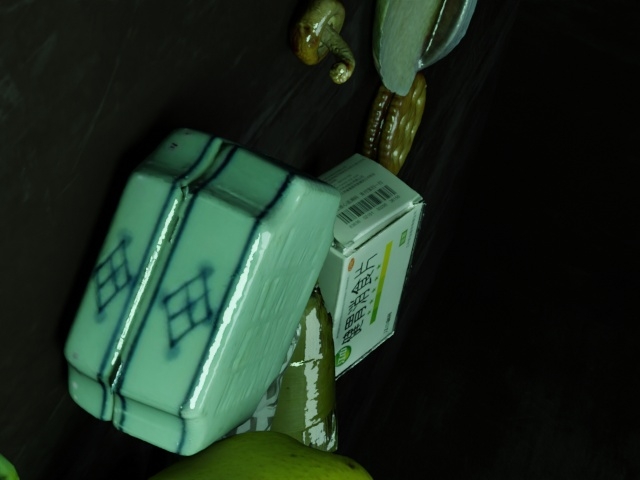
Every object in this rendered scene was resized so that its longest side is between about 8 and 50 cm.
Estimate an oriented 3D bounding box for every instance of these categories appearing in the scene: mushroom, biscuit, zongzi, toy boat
[{"bbox_3d":[0.001,-0.233,1.077,0.130,0.072,0.088,-102,-150,-42],"label":"mushroom"},{"bbox_3d":[0.134,-0.214,1.687,0.220,0.066,0.221,21,90,-77],"label":"biscuit"},{"bbox_3d":[-0.069,0.153,1.403,0.300,0.145,0.274,-129,-144,-66],"label":"zongzi"},{"bbox_3d":[0.149,-0.356,1.479,0.293,0.111,0.276,-40,152,-39],"label":"toy boat"}]

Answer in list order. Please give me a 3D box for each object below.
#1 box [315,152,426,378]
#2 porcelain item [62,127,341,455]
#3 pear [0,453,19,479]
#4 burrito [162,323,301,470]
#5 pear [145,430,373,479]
[{"bbox_3d":[0.031,0.047,1.422,0.173,0.145,0.333,-35,150,-33],"label":"box"},{"bbox_3d":[-0.110,0.043,0.908,0.282,0.157,0.286,-67,169,6],"label":"porcelain item"},{"bbox_3d":[-0.293,0.233,0.449,0.282,0.176,0.286,-69,166,12],"label":"pear"},{"bbox_3d":[-0.114,0.195,1.208,0.101,0.138,0.446,52,-48,51],"label":"burrito"},{"bbox_3d":[-0.078,0.335,0.856,0.336,0.285,0.285,-17,131,-46],"label":"pear"}]
